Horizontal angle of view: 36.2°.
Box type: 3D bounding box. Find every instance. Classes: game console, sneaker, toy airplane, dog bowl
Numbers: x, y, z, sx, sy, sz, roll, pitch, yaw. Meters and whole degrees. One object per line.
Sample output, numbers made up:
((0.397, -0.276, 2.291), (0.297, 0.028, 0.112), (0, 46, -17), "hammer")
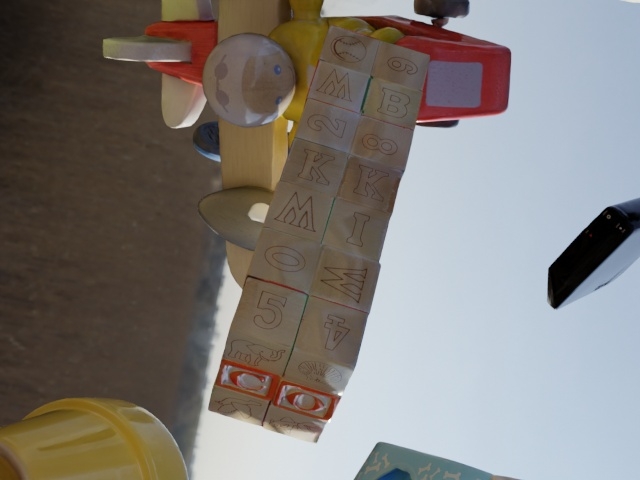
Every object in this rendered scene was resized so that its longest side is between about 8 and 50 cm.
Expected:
((0.383, -0.068, 1.029), (0.213, 0.044, 0.361), (-14, 147, -54), "game console")
((-0.111, -0.117, 1.400), (0.082, 0.209, 0.069), (-45, -116, 29), "sneaker")
((-0.057, -0.180, 0.986), (0.384, 0.386, 0.272), (-39, 180, 26), "toy airplane")
((0.146, 0.293, 1.109), (0.297, 0.166, 0.074), (-10, -124, 65), "dog bowl")

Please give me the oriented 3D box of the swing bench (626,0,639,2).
((0.457, -0.438, 1.318), (0.165, 0.253, 0.254), (-15, 120, -63), "swing bench")

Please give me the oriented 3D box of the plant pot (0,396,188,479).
((-0.316, 0.306, 1.122), (0.239, 0.254, 0.254), (22, 77, -64), "plant pot")

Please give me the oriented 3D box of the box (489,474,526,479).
((0.196, 0.399, 0.784), (0.345, 0.168, 0.215), (-81, -176, -56), "box")

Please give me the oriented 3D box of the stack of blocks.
((0.000, 0.000, 0.768), (0.171, 0.087, 0.297), (108, -1, -54), "stack of blocks")
